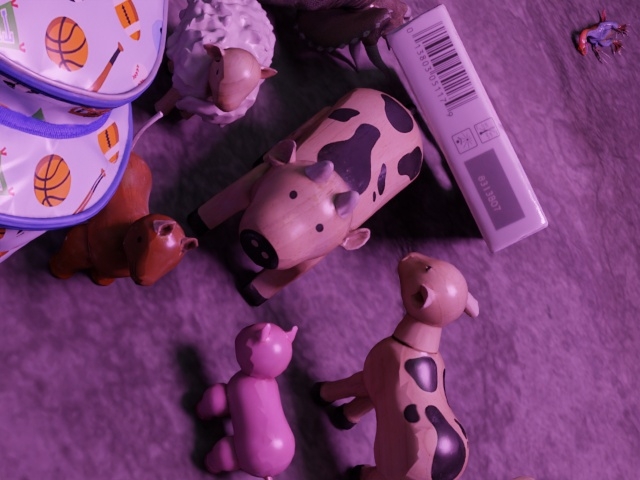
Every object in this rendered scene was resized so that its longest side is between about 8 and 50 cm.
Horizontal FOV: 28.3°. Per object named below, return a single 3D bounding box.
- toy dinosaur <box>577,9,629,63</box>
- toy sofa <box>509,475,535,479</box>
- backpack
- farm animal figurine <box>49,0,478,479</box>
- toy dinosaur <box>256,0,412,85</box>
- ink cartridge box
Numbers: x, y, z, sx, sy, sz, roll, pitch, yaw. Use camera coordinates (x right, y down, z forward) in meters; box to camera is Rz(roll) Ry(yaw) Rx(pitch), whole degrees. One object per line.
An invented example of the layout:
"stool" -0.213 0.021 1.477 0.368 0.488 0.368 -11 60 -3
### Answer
"toy dinosaur" 0.319 -0.235 1.471 0.082 0.047 0.090 3 30 -34
"toy sofa" 0.110 0.329 0.835 0.362 0.177 0.150 -51 128 -48
"backpack" -0.214 -0.120 0.746 0.276 0.213 0.263 16 66 -41
"farm animal figurine" 0.000 0.000 0.891 0.330 0.172 0.327 40 43 -18
"toy dinosaur" -0.040 -0.255 1.045 0.313 0.160 0.121 23 13 -15
"ink cartridge box" 0.125 -0.089 1.063 0.189 0.066 0.232 64 12 1
